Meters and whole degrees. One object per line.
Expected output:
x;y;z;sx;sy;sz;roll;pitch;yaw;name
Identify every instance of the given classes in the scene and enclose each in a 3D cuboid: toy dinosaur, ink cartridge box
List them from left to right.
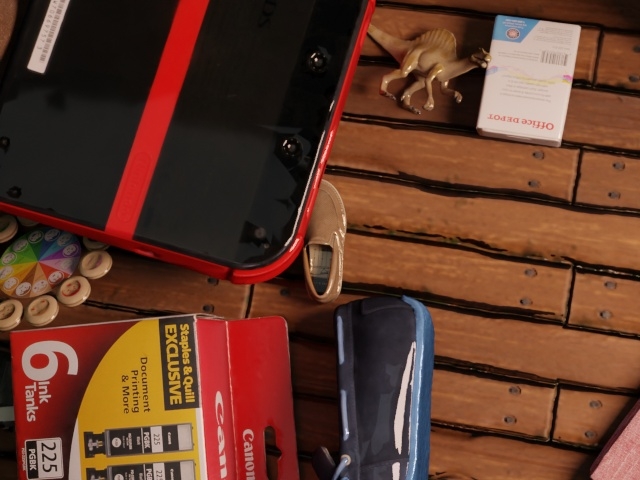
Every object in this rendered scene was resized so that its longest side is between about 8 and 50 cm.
-0.166;0.235;1.177;0.271;0.130;0.310;-6;84;9;ink cartridge box
0.103;-0.188;1.204;0.183;0.053;0.093;23;88;33;toy dinosaur
0.217;-0.165;1.177;0.088;0.052;0.122;10;87;11;ink cartridge box

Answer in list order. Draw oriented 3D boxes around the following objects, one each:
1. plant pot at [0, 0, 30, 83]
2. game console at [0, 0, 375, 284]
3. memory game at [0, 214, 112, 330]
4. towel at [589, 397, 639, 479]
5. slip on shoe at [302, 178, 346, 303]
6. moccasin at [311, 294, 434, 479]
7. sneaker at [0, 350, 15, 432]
-0.381;-0.221;1.197;0.215;0.230;0.215;-1;85;10;plant pot
-0.141;-0.174;1.166;0.342;0.060;0.387;17;81;-3;game console
-0.311;0.021;1.227;0.186;0.012;0.186;-8;49;10;memory game
0.465;0.240;1.114;0.329;0.037;0.237;37;91;9;towel
0.000;0.000;1.209;0.051;0.041;0.135;1;86;10;slip on shoe
0.048;0.228;1.155;0.116;0.138;0.342;3;72;15;moccasin
-0.433;0.168;1.260;0.234;0.078;0.106;-5;79;9;sneaker
